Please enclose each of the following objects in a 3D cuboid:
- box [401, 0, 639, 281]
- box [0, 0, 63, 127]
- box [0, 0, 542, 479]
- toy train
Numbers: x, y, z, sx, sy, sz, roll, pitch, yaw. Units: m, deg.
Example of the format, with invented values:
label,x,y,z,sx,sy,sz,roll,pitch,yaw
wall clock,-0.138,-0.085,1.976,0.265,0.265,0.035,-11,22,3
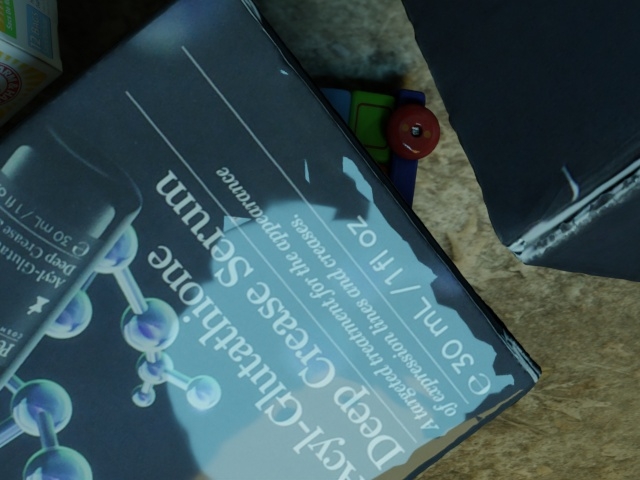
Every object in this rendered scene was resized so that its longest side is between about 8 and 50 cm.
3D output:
label,x,y,z,sx,sy,sz,roll,pitch,yaw
box,0.360,-0.198,0.528,0.480,0.297,0.472,9,141,-40
box,-0.264,-0.110,0.646,0.203,0.114,0.103,-33,143,27
box,-0.124,0.065,0.662,0.395,0.212,0.293,-38,104,5
toy train,0.000,0.000,0.816,0.144,0.247,0.105,7,-179,-13
